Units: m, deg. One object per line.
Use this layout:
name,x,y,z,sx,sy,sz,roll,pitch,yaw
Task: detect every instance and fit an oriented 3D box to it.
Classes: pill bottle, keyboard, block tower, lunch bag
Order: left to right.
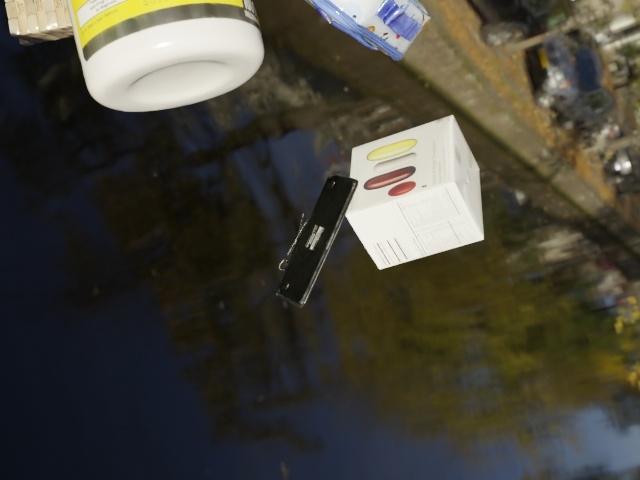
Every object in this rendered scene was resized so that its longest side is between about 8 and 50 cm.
block tower,-0.368,-0.407,1.661,0.097,0.335,0.091,-15,95,-79
pill bottle,-0.184,-0.320,1.035,0.188,0.187,0.334,2,72,-66
keyboard,0.000,0.000,1.383,0.038,0.100,0.192,26,88,-33
lunch bag,0.029,-0.360,1.377,0.243,0.115,0.303,44,15,15

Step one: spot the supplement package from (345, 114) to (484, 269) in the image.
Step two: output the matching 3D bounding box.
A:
supplement package,0.171,-0.087,1.780,0.149,0.203,0.194,56,26,-37
